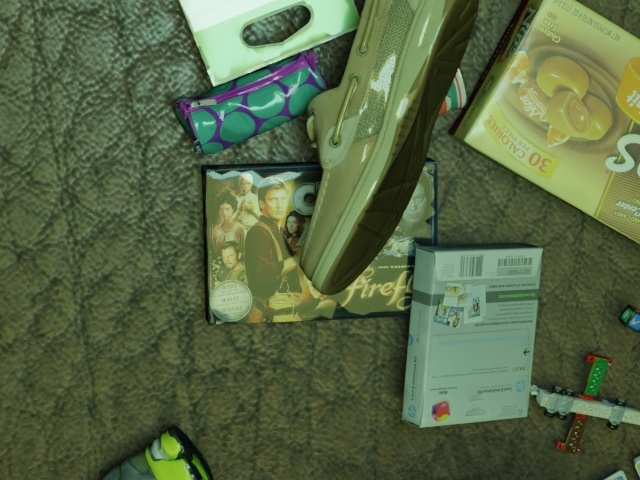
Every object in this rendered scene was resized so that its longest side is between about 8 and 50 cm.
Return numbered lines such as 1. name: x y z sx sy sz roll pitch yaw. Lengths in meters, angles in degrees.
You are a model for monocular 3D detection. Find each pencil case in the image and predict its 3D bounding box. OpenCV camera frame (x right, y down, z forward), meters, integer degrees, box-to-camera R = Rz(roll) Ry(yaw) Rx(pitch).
1. pencil case: -0.069 -0.141 1.877 0.151 0.070 0.064 -24 60 -5

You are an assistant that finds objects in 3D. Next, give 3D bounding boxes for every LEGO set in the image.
1. LEGO set: 0.339 0.188 2.012 0.182 0.060 0.244 -29 114 -3

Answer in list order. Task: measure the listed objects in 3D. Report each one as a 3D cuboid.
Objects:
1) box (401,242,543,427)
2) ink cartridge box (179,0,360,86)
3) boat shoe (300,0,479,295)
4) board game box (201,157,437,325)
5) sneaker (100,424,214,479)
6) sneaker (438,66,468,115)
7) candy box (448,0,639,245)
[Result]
1. box: 0.160 0.097 1.939 0.145 0.038 0.186 -2 100 -33
2. ink cartridge box: -0.078 -0.296 1.857 0.171 0.056 0.235 -23 103 -4
3. boat shoe: 0.047 -0.113 1.847 0.110 0.121 0.341 24 94 19
4. board game box: 0.000 0.000 1.924 0.243 0.042 0.165 -3 100 -8
5. sneaker: -0.138 0.347 1.942 0.121 0.111 0.300 -23 96 6
6. sneaker: 0.093 -0.198 1.896 0.075 0.057 0.161 -24 105 -9
7. candy box: 0.316 -0.109 1.927 0.316 0.087 0.183 29 94 -12
